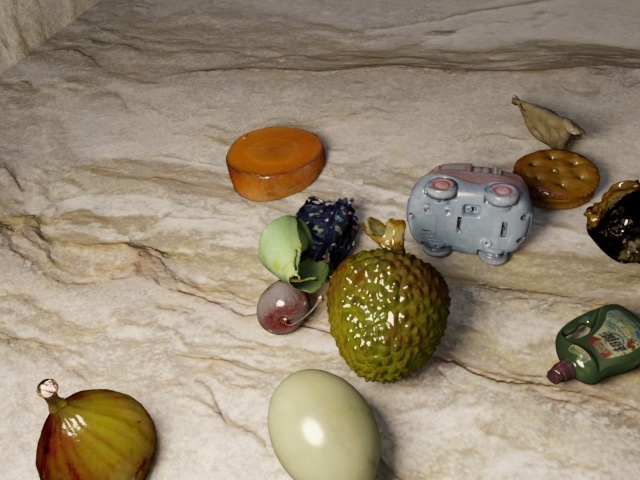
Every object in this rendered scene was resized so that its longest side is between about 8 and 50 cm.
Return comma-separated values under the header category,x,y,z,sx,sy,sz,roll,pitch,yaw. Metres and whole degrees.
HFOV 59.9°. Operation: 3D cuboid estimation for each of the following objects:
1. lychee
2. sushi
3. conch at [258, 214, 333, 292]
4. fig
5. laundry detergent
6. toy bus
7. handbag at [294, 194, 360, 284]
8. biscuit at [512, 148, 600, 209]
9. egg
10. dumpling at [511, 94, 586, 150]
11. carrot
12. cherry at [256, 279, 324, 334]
category,x,y,z,sx,sy,sz,roll,pitch,yaw
lychee,0.134,0.127,1.131,0.270,0.270,0.320,20,56,26
sushi,0.733,-0.052,1.270,0.200,0.213,0.204,2,57,-20
conch,-0.042,0.038,1.204,0.137,0.143,0.250,-39,36,-11
fig,-0.420,0.327,0.989,0.217,0.321,0.217,-3,42,2
laundry detergent,0.540,0.217,1.110,0.221,0.078,0.144,-22,45,-9
toy bus,0.368,-0.090,1.366,0.294,0.197,0.232,7,38,17
handbag,0.000,0.000,1.384,0.162,0.113,0.260,6,49,24
biscuit,0.622,-0.169,1.475,0.220,0.066,0.220,-4,45,4
egg,0.006,0.343,0.995,0.186,0.186,0.253,-25,47,-14
dumpling,0.663,-0.320,1.601,0.086,0.166,0.332,-51,24,18
carrot,-0.127,-0.240,1.649,0.307,0.100,0.258,-30,52,-21
cherry,-0.061,0.127,1.242,0.115,0.188,0.148,48,24,9
